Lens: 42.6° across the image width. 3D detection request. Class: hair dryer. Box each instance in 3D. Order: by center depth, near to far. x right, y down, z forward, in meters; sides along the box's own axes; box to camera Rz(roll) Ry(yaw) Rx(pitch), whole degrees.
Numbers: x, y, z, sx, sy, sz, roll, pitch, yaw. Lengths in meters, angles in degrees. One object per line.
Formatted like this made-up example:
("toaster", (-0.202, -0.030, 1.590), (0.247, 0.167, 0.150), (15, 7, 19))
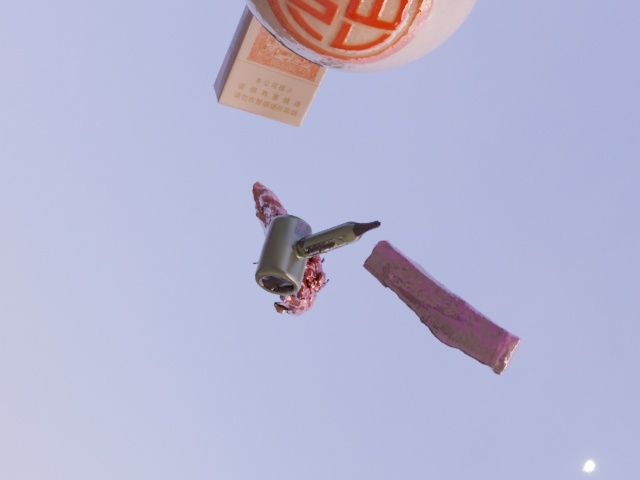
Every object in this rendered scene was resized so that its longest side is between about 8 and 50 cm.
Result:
("hair dryer", (0.000, 0.000, 0.775), (0.047, 0.071, 0.150), (34, -37, -32))

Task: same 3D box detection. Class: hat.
("hat", (-0.062, 0.034, 1.424), (0.286, 0.107, 0.237), (-141, -146, -67))

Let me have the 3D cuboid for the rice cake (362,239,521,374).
("rice cake", (0.117, 0.062, 0.814), (0.206, 0.036, 0.047), (41, -72, 43))

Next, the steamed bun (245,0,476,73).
("steamed bun", (0.036, -0.300, 0.875), (0.283, 0.177, 0.283), (7, -48, 7))

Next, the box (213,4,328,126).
("box", (-0.055, -0.274, 1.178), (0.201, 0.141, 0.058), (-61, -152, 27))
